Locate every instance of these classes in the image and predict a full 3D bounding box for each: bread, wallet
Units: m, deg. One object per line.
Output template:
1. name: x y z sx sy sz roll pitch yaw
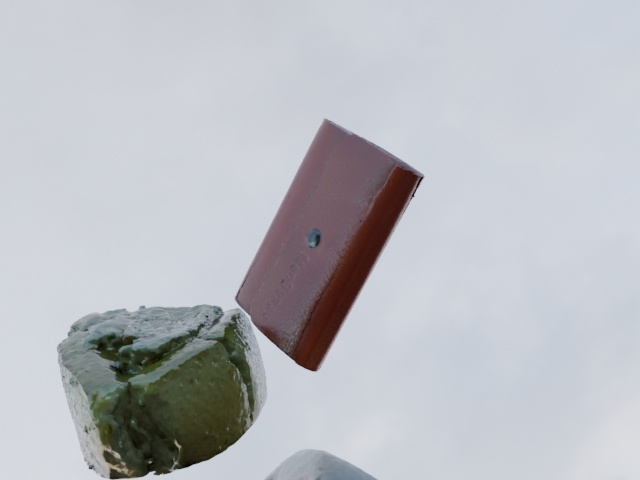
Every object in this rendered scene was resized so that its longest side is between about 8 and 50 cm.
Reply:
1. bread: -0.144 0.129 0.945 0.186 0.257 0.124 -10 -82 -5
2. wallet: 0.000 0.000 0.942 0.045 0.142 0.204 18 -76 -42

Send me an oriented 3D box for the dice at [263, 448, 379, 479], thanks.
1. dice: 0.009 0.380 0.996 0.243 0.251 0.259 40 -110 -9
